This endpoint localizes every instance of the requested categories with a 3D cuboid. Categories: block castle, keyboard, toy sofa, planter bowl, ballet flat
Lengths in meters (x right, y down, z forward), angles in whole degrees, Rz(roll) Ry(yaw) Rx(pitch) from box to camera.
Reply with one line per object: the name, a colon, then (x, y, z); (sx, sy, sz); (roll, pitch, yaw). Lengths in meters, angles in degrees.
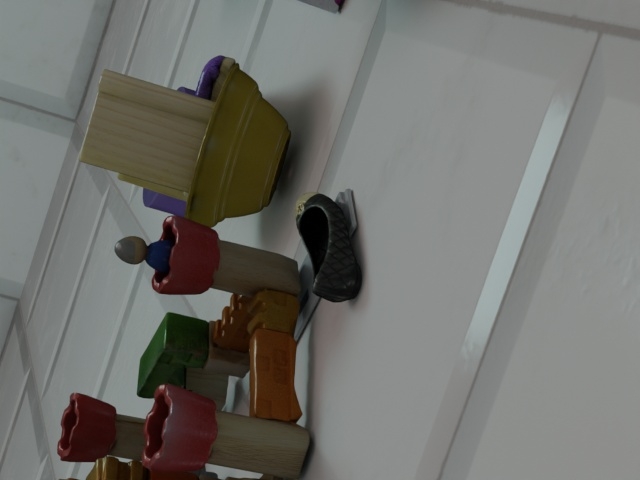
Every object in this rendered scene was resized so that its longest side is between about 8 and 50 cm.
block castle: (-0.191, 0.217, 1.644); (0.453, 0.213, 0.303); (125, 152, -46)
keyboard: (-0.017, 0.062, 1.618); (0.072, 0.014, 0.256); (-105, 35, -51)
toy sofa: (-0.197, -0.152, 1.956); (0.362, 0.150, 0.177); (58, -131, -88)
planter bowl: (-0.091, -0.100, 1.818); (0.217, 0.090, 0.217); (16, -90, -88)
ballet flat: (0.000, 0.000, 1.524); (0.057, 0.049, 0.173); (-64, 27, 26)

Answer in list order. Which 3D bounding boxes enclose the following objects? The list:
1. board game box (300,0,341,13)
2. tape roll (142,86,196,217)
board game box: (0.020, -0.481, 1.904); (0.318, 0.066, 0.318); (-117, 46, -66)
tape roll: (-0.199, -0.130, 2.237); (0.189, 0.080, 0.189); (-163, 90, -72)
